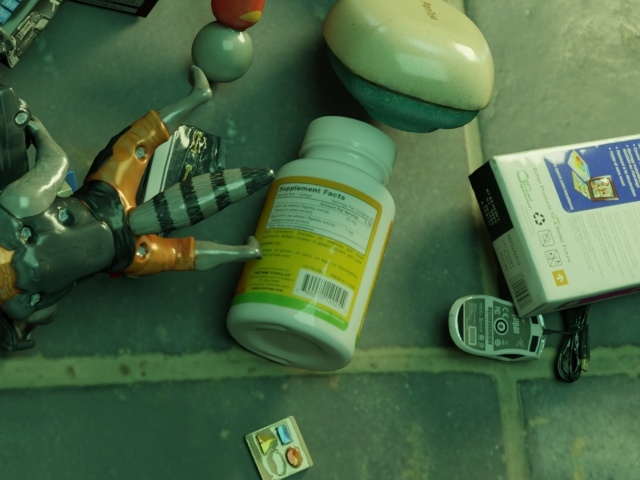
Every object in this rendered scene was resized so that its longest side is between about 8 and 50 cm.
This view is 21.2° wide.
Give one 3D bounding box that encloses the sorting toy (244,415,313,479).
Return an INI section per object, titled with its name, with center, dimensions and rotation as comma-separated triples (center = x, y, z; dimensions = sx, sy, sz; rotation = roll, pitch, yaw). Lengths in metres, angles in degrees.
[sorting toy]
center = -0.037, 0.229, 1.772
dimensions = 0.062, 0.012, 0.083
rotation = -20, 83, -27

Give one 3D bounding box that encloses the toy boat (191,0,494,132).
[toy boat]
center = 0.027, -0.203, 1.838
dimensions = 0.318, 0.267, 0.148
rotation = 17, 111, -6

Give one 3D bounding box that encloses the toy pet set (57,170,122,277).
[toy pet set]
center = -0.275, -0.007, 1.725
dimensions = 0.122, 0.065, 0.114
rotation = -17, 114, -17

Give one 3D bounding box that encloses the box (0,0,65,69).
[box]
center = -0.320, -0.364, 1.726
dimensions = 0.242, 0.076, 0.307
rotation = 34, 75, 6

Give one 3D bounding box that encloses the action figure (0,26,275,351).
[action figure]
center = -0.229, -0.054, 1.595
dimensions = 0.330, 0.178, 0.341
rotation = -24, 118, -23

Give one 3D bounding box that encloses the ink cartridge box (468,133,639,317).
[ink cartridge box]
center = 0.355, -0.030, 1.967
dimensions = 0.370, 0.069, 0.176
rotation = -11, 74, -30

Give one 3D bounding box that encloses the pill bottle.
[pill bottle]
center = 0.000, 0.000, 1.785
dimensions = 0.136, 0.136, 0.246
rotation = 24, 67, -15

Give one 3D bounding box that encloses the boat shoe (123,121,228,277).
[boat shoe]
center = -0.147, -0.040, 1.772
dimensions = 0.083, 0.065, 0.183
rotation = 18, 68, -16

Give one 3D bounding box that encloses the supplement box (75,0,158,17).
[supplement box]
center = -0.214, -0.346, 1.824
dimensions = 0.104, 0.081, 0.188
rotation = 11, 71, -19

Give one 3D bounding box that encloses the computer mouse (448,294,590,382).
[computer mouse]
center = 0.217, 0.099, 1.905
dimensions = 0.193, 0.042, 0.106
rotation = 9, 76, -27
